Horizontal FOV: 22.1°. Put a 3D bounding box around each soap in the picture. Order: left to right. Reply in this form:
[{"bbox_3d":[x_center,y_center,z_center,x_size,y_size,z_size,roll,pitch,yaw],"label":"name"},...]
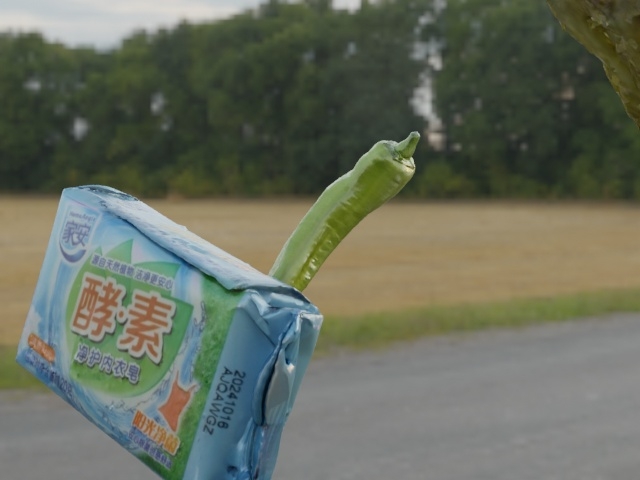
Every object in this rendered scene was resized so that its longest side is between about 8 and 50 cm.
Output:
[{"bbox_3d":[-0.111,0.068,1.149,0.077,0.156,0.293,7,14,-44],"label":"soap"}]

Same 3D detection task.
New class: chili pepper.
[{"bbox_3d":[0.000,0.000,1.199,0.049,0.208,0.043,35,-8,35],"label":"chili pepper"}]

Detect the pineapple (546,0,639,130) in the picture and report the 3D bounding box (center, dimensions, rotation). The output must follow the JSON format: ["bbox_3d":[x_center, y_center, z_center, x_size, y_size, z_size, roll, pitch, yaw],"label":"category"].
[{"bbox_3d":[0.177,-0.059,0.561,0.114,0.236,0.186,-36,-27,-16],"label":"pineapple"}]
